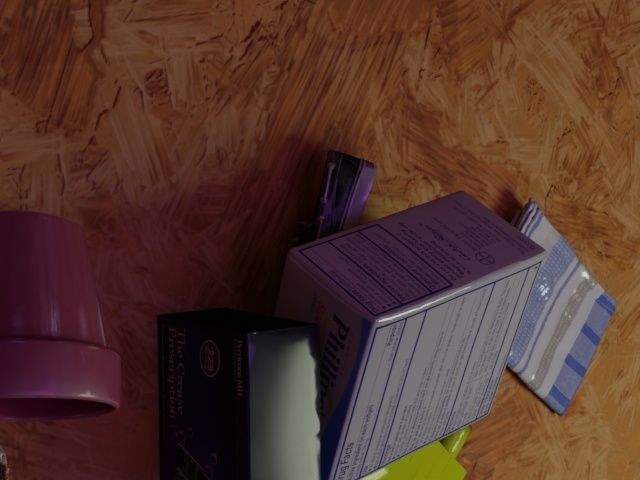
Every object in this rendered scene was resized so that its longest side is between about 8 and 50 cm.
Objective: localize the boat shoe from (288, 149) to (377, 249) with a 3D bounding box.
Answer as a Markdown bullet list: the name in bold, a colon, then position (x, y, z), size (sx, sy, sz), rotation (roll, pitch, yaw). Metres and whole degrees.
- **boat shoe**: position (0.000, 0.000, 1.481), size (0.070, 0.078, 0.219), rotation (19, 89, -6)

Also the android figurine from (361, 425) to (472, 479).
- **android figurine**: position (0.098, 0.323, 1.592), size (0.248, 0.056, 0.273), rotation (50, 61, -31)

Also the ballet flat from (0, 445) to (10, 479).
- **ballet flat**: position (-0.343, 0.302, 1.206), size (0.091, 0.077, 0.241), rotation (-7, 98, -40)

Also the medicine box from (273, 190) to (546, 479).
- **medicine box**: position (0.090, 0.114, 1.439), size (0.289, 0.149, 0.263), rotation (-18, 135, -37)

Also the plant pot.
- **plant pot**: position (-0.291, 0.074, 1.172), size (0.201, 0.201, 0.180), rotation (11, 70, -40)

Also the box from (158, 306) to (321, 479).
- **box**: position (-0.090, 0.214, 1.341), size (0.103, 0.184, 0.261), rotation (-4, 95, -40)

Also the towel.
- **towel**: position (0.325, 0.101, 1.768), size (0.285, 0.034, 0.209), rotation (45, 66, -37)
